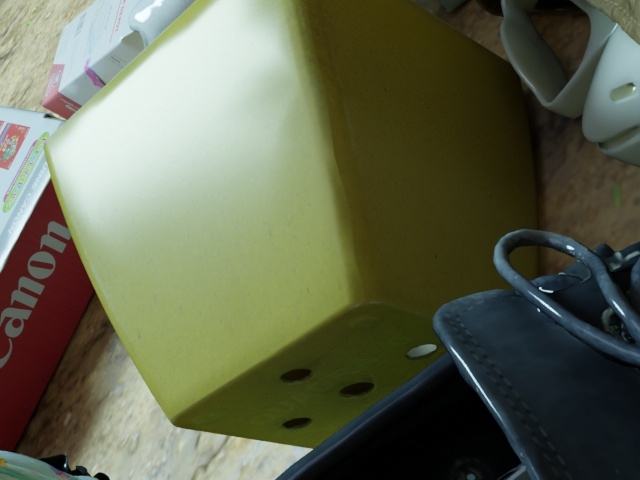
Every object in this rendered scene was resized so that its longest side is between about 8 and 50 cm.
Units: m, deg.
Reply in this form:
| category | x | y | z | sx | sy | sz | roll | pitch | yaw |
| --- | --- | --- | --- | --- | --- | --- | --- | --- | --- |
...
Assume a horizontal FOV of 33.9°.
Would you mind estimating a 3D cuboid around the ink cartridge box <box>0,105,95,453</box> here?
| category | x | y | z | sx | sy | sz | roll | pitch | yaw |
| --- | --- | --- | --- | --- | --- | --- | --- | --- | --- |
| ink cartridge box | -0.299 | 0.040 | 0.975 | 0.272 | 0.130 | 0.309 | 15 | 77 | 53 |

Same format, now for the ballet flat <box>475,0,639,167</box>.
| category | x | y | z | sx | sy | sz | roll | pitch | yaw |
| --- | --- | --- | --- | --- | --- | --- | --- | --- | --- |
| ballet flat | 0.159 | -0.112 | 0.532 | 0.124 | 0.116 | 0.342 | -63 | 27 | 18 |

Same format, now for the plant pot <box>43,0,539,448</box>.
| category | x | y | z | sx | sy | sz | roll | pitch | yaw |
| --- | --- | --- | --- | --- | --- | --- | --- | --- | --- |
| plant pot | 0.000 | 0.000 | 0.583 | 0.212 | 0.212 | 0.187 | -34 | 55 | 31 |

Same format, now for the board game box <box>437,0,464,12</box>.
| category | x | y | z | sx | sy | sz | roll | pitch | yaw |
| --- | --- | --- | --- | --- | --- | --- | --- | --- | --- |
| board game box | 0.006 | -0.327 | 0.716 | 0.097 | 0.303 | 0.224 | -39 | 38 | 24 |

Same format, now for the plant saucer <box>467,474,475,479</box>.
| category | x | y | z | sx | sy | sz | roll | pitch | yaw |
| --- | --- | --- | --- | --- | --- | --- | --- | --- | --- |
| plant saucer | 0.052 | 0.193 | 0.501 | 0.195 | 0.037 | 0.195 | -32 | 42 | 35 |

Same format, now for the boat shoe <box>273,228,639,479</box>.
| category | x | y | z | sx | sy | sz | roll | pitch | yaw |
| --- | --- | --- | --- | --- | --- | --- | --- | --- | --- |
| boat shoe | 0.123 | 0.080 | 0.365 | 0.500 | 0.156 | 0.186 | -38 | 41 | 12 |

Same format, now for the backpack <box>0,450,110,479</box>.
| category | x | y | z | sx | sy | sz | roll | pitch | yaw |
| --- | --- | --- | --- | --- | --- | --- | --- | --- | --- |
| backpack | -0.219 | 0.202 | 0.704 | 0.115 | 0.182 | 0.152 | -9 | 57 | 48 |

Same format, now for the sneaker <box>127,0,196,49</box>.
| category | x | y | z | sx | sy | sz | roll | pitch | yaw |
| --- | --- | --- | --- | --- | --- | --- | --- | --- | --- |
| sneaker | -0.035 | -0.153 | 0.685 | 0.129 | 0.297 | 0.111 | -32 | 83 | 12 |

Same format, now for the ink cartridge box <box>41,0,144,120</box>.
| category | x | y | z | sx | sy | sz | roll | pitch | yaw |
| --- | --- | --- | --- | --- | --- | --- | --- | --- | --- |
| ink cartridge box | -0.203 | -0.209 | 1.101 | 0.198 | 0.067 | 0.115 | -25 | 47 | 41 |
